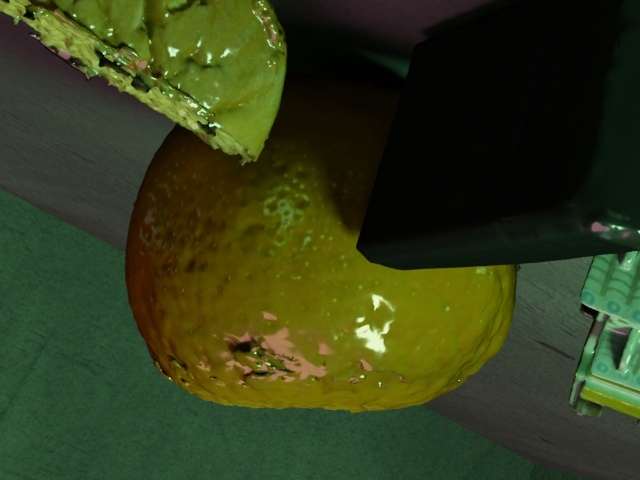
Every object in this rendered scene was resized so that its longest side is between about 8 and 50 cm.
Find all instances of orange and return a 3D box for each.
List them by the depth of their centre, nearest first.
[{"bbox_3d":[0.000,0.000,1.353,0.340,0.293,0.340,1,174,0],"label":"orange"}]

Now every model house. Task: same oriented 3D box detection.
[{"bbox_3d":[0.318,0.048,1.205,0.224,0.198,0.215,21,157,11],"label":"model house"}]

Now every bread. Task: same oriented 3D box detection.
[{"bbox_3d":[-0.130,-0.178,1.146,0.260,0.147,0.160,30,176,-21],"label":"bread"}]

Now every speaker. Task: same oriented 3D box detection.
[{"bbox_3d":[0.189,-0.052,1.038,0.184,0.180,0.388,20,171,-19],"label":"speaker"}]

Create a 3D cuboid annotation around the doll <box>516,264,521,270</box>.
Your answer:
[{"bbox_3d":[0.156,0.006,1.727,0.139,0.057,0.165,18,174,4],"label":"doll"}]
